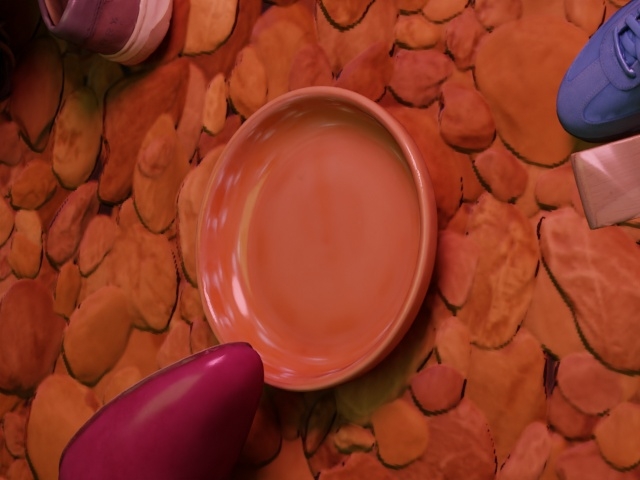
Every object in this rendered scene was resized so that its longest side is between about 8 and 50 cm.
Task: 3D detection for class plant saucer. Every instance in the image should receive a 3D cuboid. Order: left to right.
[{"bbox_3d":[0.000,0.000,1.145,0.200,0.037,0.200,-7,79,40],"label":"plant saucer"}]

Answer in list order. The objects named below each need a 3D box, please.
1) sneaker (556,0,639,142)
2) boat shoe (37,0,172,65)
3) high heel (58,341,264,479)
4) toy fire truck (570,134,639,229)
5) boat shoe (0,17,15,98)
[{"bbox_3d":[0.200,-0.128,0.965,0.209,0.082,0.069,-36,64,33],"label":"sneaker"},{"bbox_3d":[-0.182,-0.266,1.299,0.103,0.092,0.285,-27,67,37],"label":"boat shoe"},{"bbox_3d":[-0.115,0.239,1.160,0.377,0.127,0.181,-56,52,33],"label":"high heel"},{"bbox_3d":[0.267,-0.003,0.861,0.246,0.158,0.217,-12,77,51],"label":"toy fire truck"},{"bbox_3d":[-0.301,-0.151,1.384,0.130,0.132,0.355,29,100,13],"label":"boat shoe"}]
